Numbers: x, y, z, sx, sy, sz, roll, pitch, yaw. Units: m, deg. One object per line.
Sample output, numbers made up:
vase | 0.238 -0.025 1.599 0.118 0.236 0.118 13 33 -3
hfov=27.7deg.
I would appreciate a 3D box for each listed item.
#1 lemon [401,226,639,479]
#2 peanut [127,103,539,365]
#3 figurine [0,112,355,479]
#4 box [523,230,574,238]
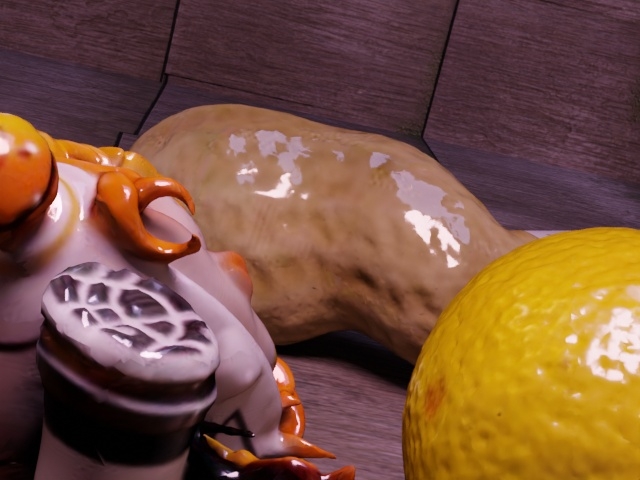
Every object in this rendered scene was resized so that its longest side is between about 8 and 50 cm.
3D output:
lemon | 0.154 0.106 0.680 0.228 0.228 0.253 16 14 14
peanut | 0.000 0.000 1.060 0.387 0.192 0.169 15 -28 20
figurine | -0.117 0.067 0.644 0.323 0.196 0.320 42 -12 50
box | 0.256 0.083 1.113 0.203 0.116 0.274 -2 18 -45
